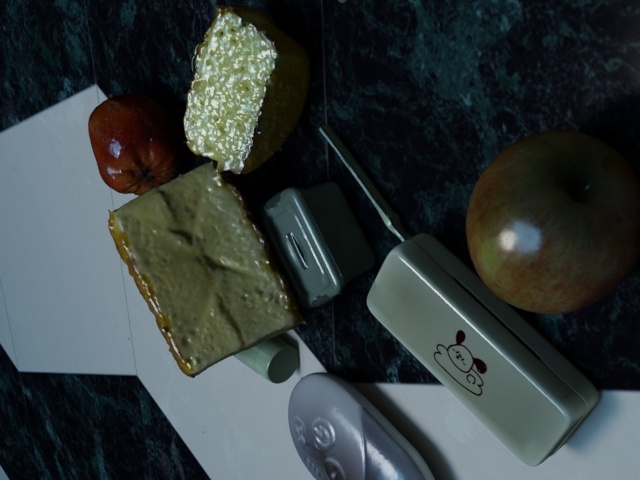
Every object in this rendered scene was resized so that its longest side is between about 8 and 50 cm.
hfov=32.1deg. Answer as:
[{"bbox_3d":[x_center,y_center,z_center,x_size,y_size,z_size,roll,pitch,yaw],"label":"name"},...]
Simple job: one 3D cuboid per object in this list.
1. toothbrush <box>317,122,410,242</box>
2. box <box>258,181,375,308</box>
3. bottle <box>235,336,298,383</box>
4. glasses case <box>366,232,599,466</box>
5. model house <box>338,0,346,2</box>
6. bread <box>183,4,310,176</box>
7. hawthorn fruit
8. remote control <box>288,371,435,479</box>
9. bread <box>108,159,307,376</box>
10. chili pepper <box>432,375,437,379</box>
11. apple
[{"bbox_3d":[0.083,-0.052,1.520,0.294,0.026,0.028,51,130,20],"label":"toothbrush"},{"bbox_3d":[0.000,0.000,1.605,0.124,0.093,0.172,-31,83,57],"label":"box"},{"bbox_3d":[-0.126,0.170,1.897,0.201,0.072,0.072,29,131,42],"label":"bottle"},{"bbox_3d":[0.199,0.136,1.409,0.313,0.070,0.131,44,141,19],"label":"glasses case"},{"bbox_3d":[0.016,-0.398,1.320,0.188,0.122,0.229,58,142,8],"label":"model house"},{"bbox_3d":[-0.094,-0.210,1.561,0.143,0.139,0.229,38,123,28],"label":"bread"},{"bbox_3d":[-0.310,-0.167,1.886,0.179,0.173,0.173,-123,24,-64],"label":"hawthorn fruit"},{"bbox_3d":[0.064,0.343,1.715,0.332,0.103,0.221,42,142,29],"label":"remote control"},{"bbox_3d":[-0.177,0.050,1.702,0.279,0.207,0.279,64,174,2],"label":"bread"},{"bbox_3d":[0.199,0.196,1.504,0.118,0.035,0.055,36,119,31],"label":"chili pepper"},{"bbox_3d":[0.246,-0.016,1.178,0.188,0.188,0.174,54,149,17],"label":"apple"}]
